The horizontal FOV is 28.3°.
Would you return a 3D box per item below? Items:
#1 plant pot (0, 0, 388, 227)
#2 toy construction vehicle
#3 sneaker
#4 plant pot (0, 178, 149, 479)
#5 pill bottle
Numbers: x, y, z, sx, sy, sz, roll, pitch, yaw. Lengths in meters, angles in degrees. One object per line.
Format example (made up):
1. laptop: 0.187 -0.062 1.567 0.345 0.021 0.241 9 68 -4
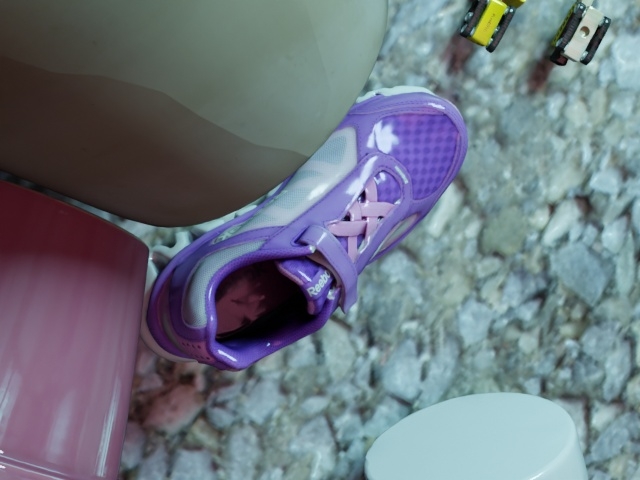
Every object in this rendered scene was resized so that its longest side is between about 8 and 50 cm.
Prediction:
1. plant pot: -0.122 -0.157 0.586 0.323 0.323 0.280 -50 131 -2
2. toy construction vehicle: 0.141 -0.154 0.803 0.086 0.035 0.098 25 91 -12
3. sneaker: 0.000 0.000 0.750 0.236 0.104 0.095 -38 111 -8
4. plant pot: -0.179 0.066 0.667 0.201 0.201 0.180 23 78 -23
5. pill bottle: 0.124 0.254 0.825 0.160 0.160 0.283 -20 109 -14
